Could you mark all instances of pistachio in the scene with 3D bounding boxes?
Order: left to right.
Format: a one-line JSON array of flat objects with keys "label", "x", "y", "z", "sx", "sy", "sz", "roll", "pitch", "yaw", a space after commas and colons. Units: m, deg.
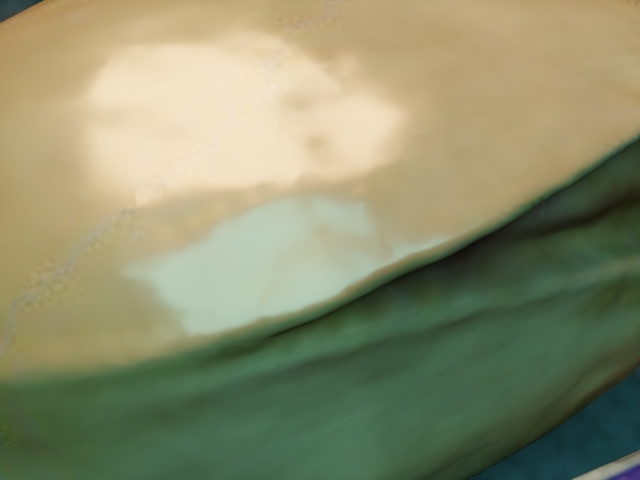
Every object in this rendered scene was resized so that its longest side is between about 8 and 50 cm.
[{"label": "pistachio", "x": 0.000, "y": 0.000, "z": 0.523, "sx": 0.299, "sy": 0.187, "sz": 0.187, "roll": -16, "pitch": 72, "yaw": -18}]

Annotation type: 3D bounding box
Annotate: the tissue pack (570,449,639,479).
[{"label": "tissue pack", "x": 0.134, "y": 0.198, "z": 0.506, "sx": 0.209, "sy": 0.137, "sz": 0.270, "roll": -22, "pitch": 71, "yaw": -23}]
